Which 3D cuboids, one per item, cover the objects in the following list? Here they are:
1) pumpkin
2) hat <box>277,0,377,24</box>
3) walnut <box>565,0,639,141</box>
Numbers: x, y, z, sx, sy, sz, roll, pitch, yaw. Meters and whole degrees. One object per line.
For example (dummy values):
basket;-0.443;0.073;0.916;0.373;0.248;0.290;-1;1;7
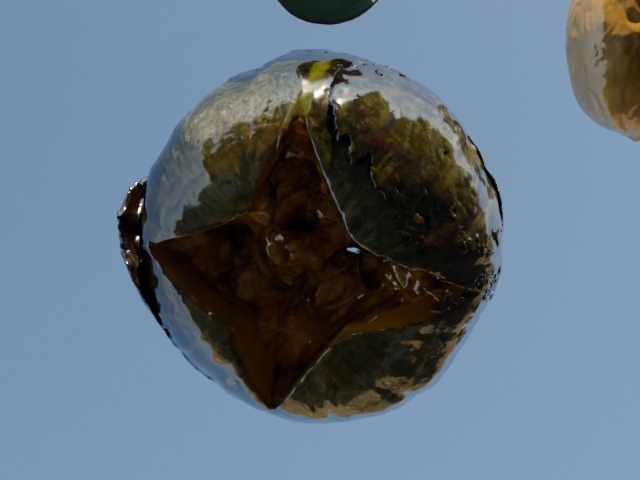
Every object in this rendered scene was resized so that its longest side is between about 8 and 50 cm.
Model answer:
pumpkin;0.000;0.000;1.312;0.320;0.192;0.321;5;-69;15
hat;0.004;-0.274;1.266;0.138;0.078;0.191;-3;-105;-26
walnut;0.322;-0.200;1.560;0.159;0.159;0.207;4;-86;-30
